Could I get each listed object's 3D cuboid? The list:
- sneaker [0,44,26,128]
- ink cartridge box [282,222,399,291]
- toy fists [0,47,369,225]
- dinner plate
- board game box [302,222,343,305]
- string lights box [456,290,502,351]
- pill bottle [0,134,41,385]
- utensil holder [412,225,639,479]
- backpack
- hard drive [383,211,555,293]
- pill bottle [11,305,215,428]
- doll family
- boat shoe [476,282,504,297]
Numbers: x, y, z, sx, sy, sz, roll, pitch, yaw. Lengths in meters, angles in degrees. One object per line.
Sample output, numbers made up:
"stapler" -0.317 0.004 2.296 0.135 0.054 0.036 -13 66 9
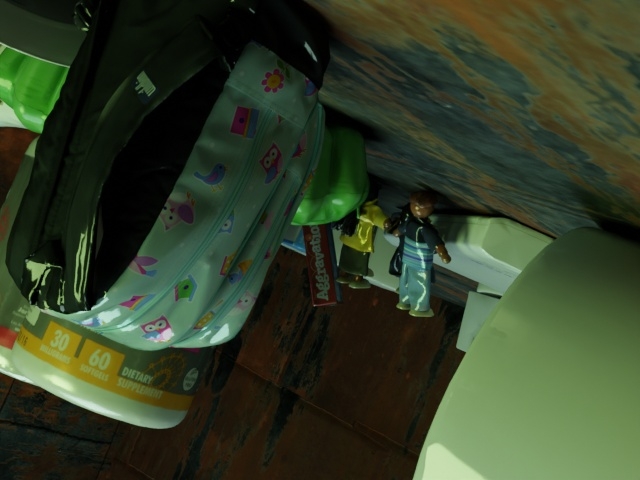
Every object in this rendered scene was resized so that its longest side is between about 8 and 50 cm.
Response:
"sneaker" -0.294 -0.160 0.993 0.290 0.105 0.123 15 167 8
"ink cartridge box" 0.042 0.004 1.509 0.191 0.082 0.140 25 176 -15
"toy fists" -0.096 -0.083 0.771 0.279 0.096 0.142 21 -172 0
"dinner plate" -0.171 -0.141 0.604 0.141 0.017 0.141 27 -156 -13
"board game box" 0.000 0.000 1.168 0.027 0.145 0.281 -7 176 2
"string lights box" 0.310 0.128 1.271 0.260 0.076 0.133 12 -178 -23
"pill bottle" -0.256 -0.009 1.148 0.176 0.318 0.176 23 177 1
"utensil holder" 0.288 0.193 0.665 0.386 0.327 0.328 25 179 29
"backpack" -0.075 -0.036 0.533 0.115 0.182 0.152 25 176 -38
"hard drive" 0.197 0.026 1.058 0.203 0.040 0.307 23 178 -12
"pill bottle" -0.142 0.007 0.923 0.162 0.278 0.162 22 178 1
"doll family" 0.064 -0.005 0.987 0.076 0.111 0.193 -5 -162 -43
"boat shoe" 0.326 0.121 1.579 0.219 0.070 0.078 22 177 24
